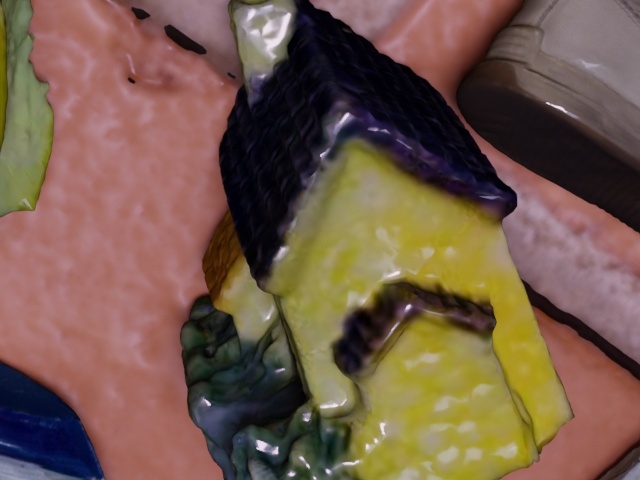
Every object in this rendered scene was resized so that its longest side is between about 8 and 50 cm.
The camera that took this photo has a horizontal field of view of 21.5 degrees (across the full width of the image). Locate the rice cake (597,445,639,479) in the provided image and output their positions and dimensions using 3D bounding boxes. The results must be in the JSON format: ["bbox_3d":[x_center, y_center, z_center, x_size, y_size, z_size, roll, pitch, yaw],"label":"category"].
[{"bbox_3d":[0.191,0.126,0.928,0.045,0.042,0.245,44,106,-1],"label":"rice cake"}]

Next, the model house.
[{"bbox_3d":[0.000,0.000,0.777,0.170,0.194,0.211,-18,114,0],"label":"model house"}]

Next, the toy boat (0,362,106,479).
[{"bbox_3d":[-0.251,0.163,0.867,0.291,0.070,0.210,-36,111,8],"label":"toy boat"}]

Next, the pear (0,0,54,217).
[{"bbox_3d":[-0.197,-0.080,0.666,0.176,0.282,0.286,6,111,-3],"label":"pear"}]

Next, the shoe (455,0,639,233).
[{"bbox_3d":[0.198,-0.050,0.850,0.275,0.103,0.098,28,79,-27],"label":"shoe"}]
